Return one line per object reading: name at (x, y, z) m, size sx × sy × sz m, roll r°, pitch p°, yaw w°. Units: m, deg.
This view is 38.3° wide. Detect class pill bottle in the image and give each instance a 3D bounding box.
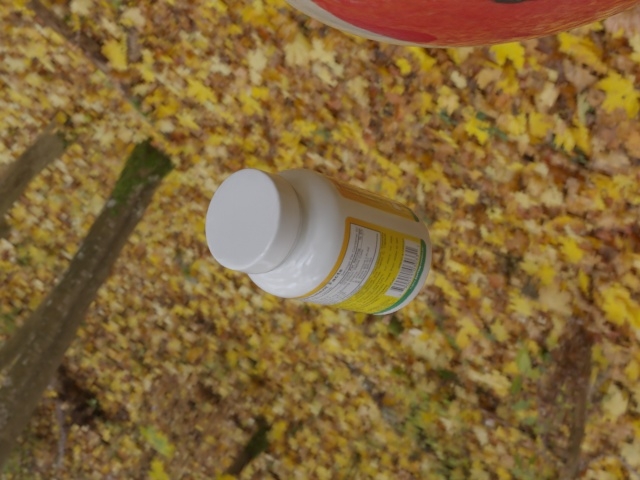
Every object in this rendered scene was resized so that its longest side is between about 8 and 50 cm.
pill bottle at (0.000, 0.000, 0.843) m, size 0.117 × 0.118 × 0.208 m, roll -4°, pitch 168°, yaw 39°

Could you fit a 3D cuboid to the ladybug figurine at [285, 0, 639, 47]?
ladybug figurine at (0.147, -0.242, 0.420) m, size 0.162 × 0.449 × 0.305 m, roll 41°, pitch 160°, yaw 47°
